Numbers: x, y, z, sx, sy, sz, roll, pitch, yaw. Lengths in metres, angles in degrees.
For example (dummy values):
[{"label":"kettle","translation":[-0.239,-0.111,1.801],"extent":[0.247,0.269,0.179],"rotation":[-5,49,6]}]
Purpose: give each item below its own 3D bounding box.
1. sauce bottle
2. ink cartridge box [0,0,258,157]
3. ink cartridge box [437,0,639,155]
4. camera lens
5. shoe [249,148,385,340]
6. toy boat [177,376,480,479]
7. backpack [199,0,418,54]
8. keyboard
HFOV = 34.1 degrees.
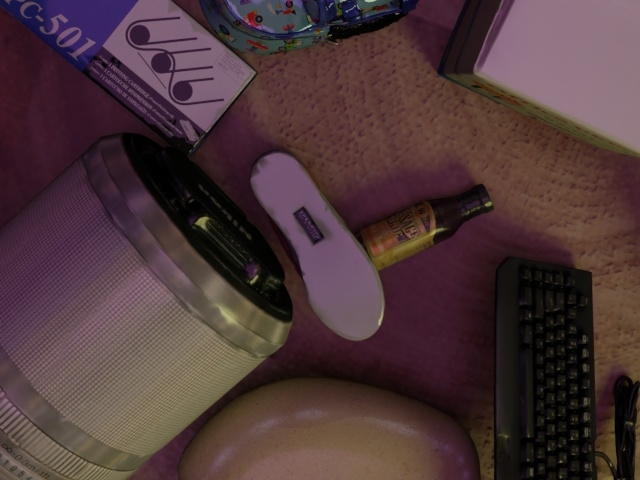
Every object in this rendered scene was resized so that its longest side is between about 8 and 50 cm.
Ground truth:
[{"label":"sauce bottle","translation":[0.090,-0.013,0.920],"extent":[0.128,0.042,0.042],"rotation":[-26,98,2]},{"label":"ink cartridge box","translation":[-0.163,-0.173,0.890],"extent":[0.207,0.046,0.097],"rotation":[39,96,-6]},{"label":"ink cartridge box","translation":[0.208,-0.169,0.796],"extent":[0.171,0.233,0.168],"rotation":[24,98,-3]},{"label":"camera lens","translation":[-0.177,0.066,0.841],"extent":[0.274,0.219,0.219],"rotation":[-41,97,6]},{"label":"shoe","translation":[0.000,0.000,0.900],"extent":[0.063,0.081,0.178],"rotation":[-31,95,5]},{"label":"toy boat","translation":[-0.009,0.277,0.929],"extent":[0.267,0.148,0.318],"rotation":[14,92,-7]},{"label":"backpack","translation":[-0.019,-0.232,0.838],"extent":[0.173,0.117,0.158],"rotation":[-16,100,-4]},{"label":"keyboard","translation":[0.221,0.181,0.892],"extent":[0.201,0.033,0.317],"rotation":[11,75,-39]}]
